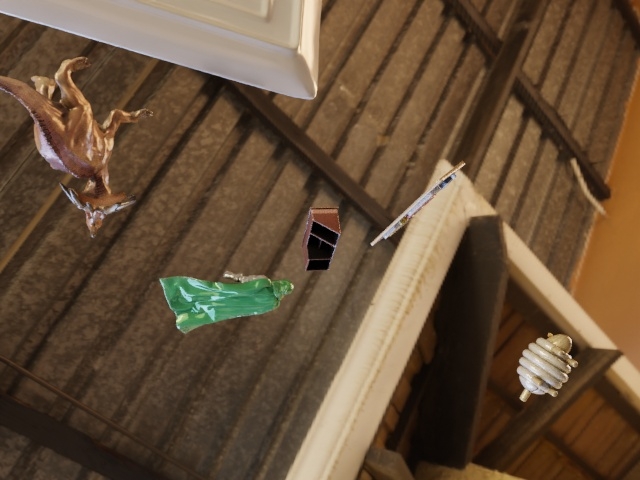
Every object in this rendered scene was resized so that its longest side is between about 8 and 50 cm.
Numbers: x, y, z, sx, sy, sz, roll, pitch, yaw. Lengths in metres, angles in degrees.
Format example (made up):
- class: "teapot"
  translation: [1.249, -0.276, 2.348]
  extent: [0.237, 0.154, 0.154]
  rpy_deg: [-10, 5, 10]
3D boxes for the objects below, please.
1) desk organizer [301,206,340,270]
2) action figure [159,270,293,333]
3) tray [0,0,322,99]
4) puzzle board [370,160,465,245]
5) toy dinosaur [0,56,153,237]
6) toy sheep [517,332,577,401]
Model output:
- class: "desk organizer"
  translation: [0.000, 0.000, 1.070]
  extent: [0.047, 0.130, 0.050]
  rpy_deg: [-2, -119, -10]
- class: "action figure"
  translation: [-0.161, 0.101, 1.185]
  extent: [0.064, 0.232, 0.137]
  rpy_deg: [-84, -17, -49]
- class: "tray"
  translation: [-0.121, -0.215, 0.534]
  extent: [0.270, 0.030, 0.145]
  rpy_deg: [12, -118, -19]
- class: "puzzle board"
  translation: [0.124, -0.045, 0.811]
  extent: [0.011, 0.128, 0.096]
  rpy_deg: [47, -146, 5]
- class: "toy dinosaur"
  translation: [-0.353, -0.131, 0.933]
  extent: [0.296, 0.127, 0.201]
  rpy_deg: [47, -137, -66]
- class: "toy sheep"
  translation: [0.374, 0.213, 1.080]
  extent: [0.091, 0.091, 0.132]
  rpy_deg: [38, -89, -29]
